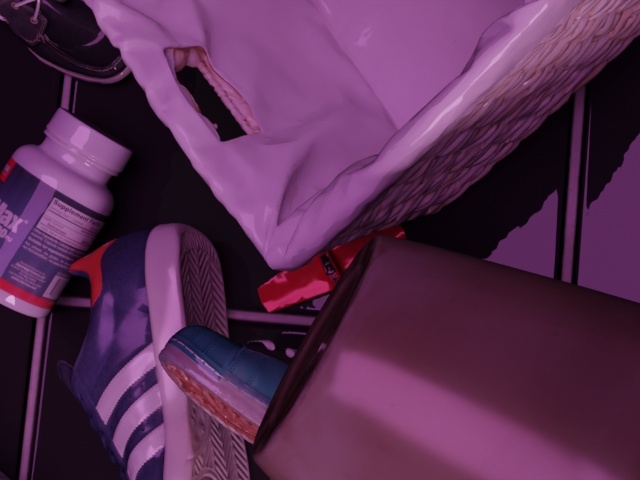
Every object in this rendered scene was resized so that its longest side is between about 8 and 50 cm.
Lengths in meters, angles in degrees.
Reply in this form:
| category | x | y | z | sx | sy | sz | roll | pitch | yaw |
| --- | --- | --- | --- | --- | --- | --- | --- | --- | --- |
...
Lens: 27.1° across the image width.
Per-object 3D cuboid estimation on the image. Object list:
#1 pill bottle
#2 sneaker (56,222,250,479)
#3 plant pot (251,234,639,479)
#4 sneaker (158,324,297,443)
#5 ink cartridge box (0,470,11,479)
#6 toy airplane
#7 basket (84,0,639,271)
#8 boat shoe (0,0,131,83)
| category | x | y | z | sx | sy | sz | roll | pitch | yaw |
| --- | --- | --- | --- | --- | --- | --- | --- | --- | --- |
| pill bottle | -0.257 | -0.029 | 1.247 | 0.108 | 0.108 | 0.180 | 32 | 91 | 16 |
| sneaker | -0.159 | 0.165 | 1.199 | 0.148 | 0.131 | 0.350 | -10 | 76 | 21 |
| plant pot | 0.116 | 0.142 | 0.971 | 0.280 | 0.323 | 0.323 | 31 | 91 | -4 |
| sneaker | 0.009 | 0.136 | 1.129 | 0.302 | 0.108 | 0.121 | 32 | 73 | -16 |
| ink cartridge box | -0.430 | 0.253 | 1.210 | 0.270 | 0.198 | 0.197 | 39 | 94 | 15 |
| toy airplane | 0.000 | 0.000 | 1.220 | 0.151 | 0.028 | 0.151 | -2 | 82 | 12 |
| basket | 0.043 | -0.210 | 1.058 | 0.331 | 0.266 | 0.328 | -45 | 73 | 33 |
| boat shoe | -0.279 | -0.230 | 1.294 | 0.233 | 0.079 | 0.084 | 37 | 91 | 14 |
